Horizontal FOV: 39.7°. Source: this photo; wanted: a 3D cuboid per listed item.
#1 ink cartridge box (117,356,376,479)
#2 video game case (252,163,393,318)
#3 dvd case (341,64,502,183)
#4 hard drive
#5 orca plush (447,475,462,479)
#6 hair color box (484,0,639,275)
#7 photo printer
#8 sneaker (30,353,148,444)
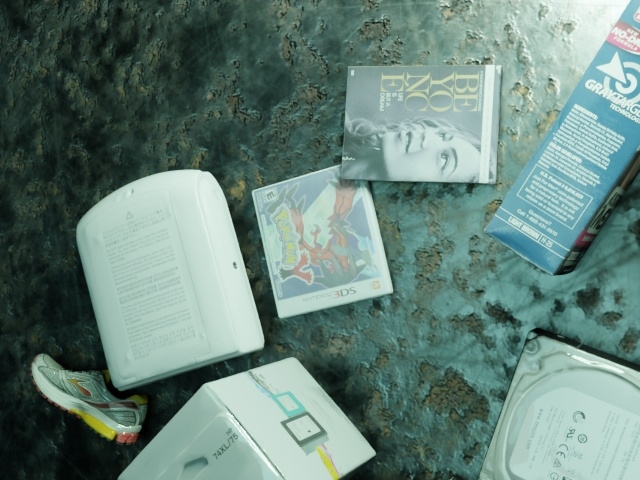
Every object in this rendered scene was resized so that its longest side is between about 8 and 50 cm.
[{"bbox_3d":[-0.093,0.311,1.222,0.197,0.270,0.198,47,107,16],"label":"ink cartridge box"},{"bbox_3d":[0.000,0.000,1.317,0.183,0.023,0.201,-15,84,22],"label":"video game case"},{"bbox_3d":[0.140,-0.164,1.247,0.221,0.018,0.165,3,88,18],"label":"dvd case"},{"bbox_3d":[0.392,0.280,1.129,0.338,0.064,0.237,21,98,21],"label":"hard drive"},{"bbox_3d":[0.164,0.380,1.232,0.287,0.102,0.151,6,137,31],"label":"orca plush"},{"bbox_3d":[0.351,-0.128,1.086,0.105,0.174,0.347,34,103,19],"label":"hair color box"},{"bbox_3d":[-0.240,0.054,1.373,0.256,0.107,0.308,-20,82,22],"label":"photo printer"},{"bbox_3d":[-0.375,0.243,1.453,0.225,0.088,0.093,27,88,16],"label":"sneaker"}]
